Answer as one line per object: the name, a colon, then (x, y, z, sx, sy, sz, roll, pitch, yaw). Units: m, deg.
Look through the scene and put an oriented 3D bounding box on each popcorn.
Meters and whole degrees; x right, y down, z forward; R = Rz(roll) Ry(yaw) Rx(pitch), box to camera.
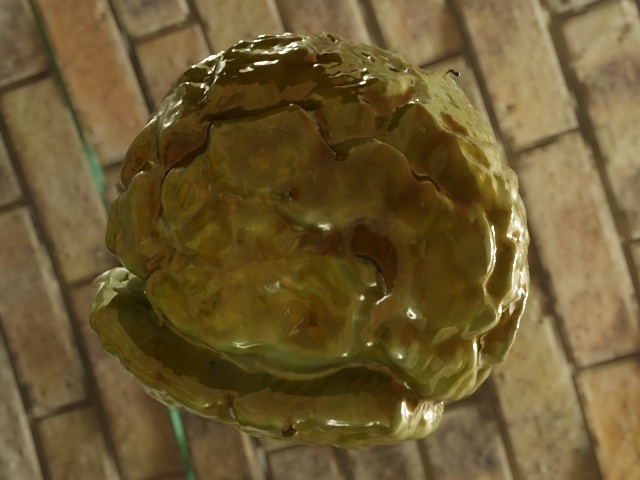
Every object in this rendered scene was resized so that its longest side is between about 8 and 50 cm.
popcorn: (0.003, 0.004, 1.068, 0.247, 0.282, 0.282, -11, 84, -68)
